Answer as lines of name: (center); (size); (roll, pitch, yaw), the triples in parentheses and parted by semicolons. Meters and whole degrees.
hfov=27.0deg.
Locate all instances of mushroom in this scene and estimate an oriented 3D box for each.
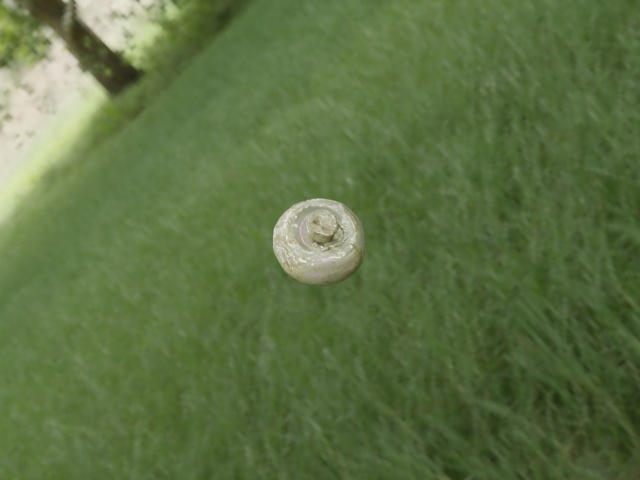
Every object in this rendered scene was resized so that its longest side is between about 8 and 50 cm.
mushroom: (0.000, 0.000, 1.177); (0.083, 0.083, 0.067); (-51, -12, -30)
